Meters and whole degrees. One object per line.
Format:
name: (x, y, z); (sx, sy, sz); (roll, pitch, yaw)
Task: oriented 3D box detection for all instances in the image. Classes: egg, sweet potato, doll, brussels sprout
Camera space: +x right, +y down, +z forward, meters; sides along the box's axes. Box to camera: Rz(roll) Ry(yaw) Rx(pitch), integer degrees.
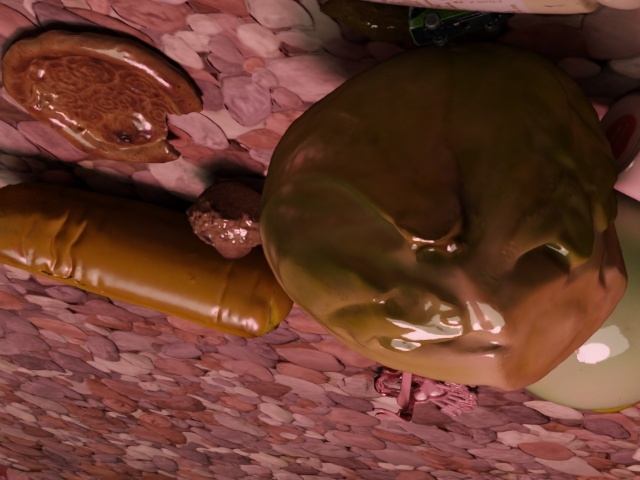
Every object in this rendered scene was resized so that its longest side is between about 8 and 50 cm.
egg: (0.271, 0.054, 1.269); (0.220, 0.220, 0.269); (18, 157, -9)
sweet potato: (0.075, -0.184, 1.084); (0.153, 0.038, 0.041); (7, -166, 13)
doll: (-0.005, -0.002, 1.482); (0.286, 0.091, 0.203); (11, -177, -33)
brussels sprout: (0.107, -0.029, 1.106); (0.328, 0.328, 0.247); (0, 149, 29)

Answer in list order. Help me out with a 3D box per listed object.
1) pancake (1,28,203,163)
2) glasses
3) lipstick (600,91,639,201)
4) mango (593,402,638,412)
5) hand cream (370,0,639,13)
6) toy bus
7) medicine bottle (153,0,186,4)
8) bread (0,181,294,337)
pancake: (-0.227, -0.148, 1.337); (0.212, 0.029, 0.235); (17, 154, -5)
glasses: (0.154, 0.223, 1.860); (0.162, 0.095, 0.255); (3, 157, 5)
lipstick: (0.399, -0.031, 1.181); (0.327, 0.087, 0.087); (24, 154, -21)
mango: (0.359, 0.159, 1.610); (0.117, 0.089, 0.163); (11, 155, 7)
hand cream: (0.104, -0.204, 0.957); (0.306, 0.093, 0.147); (-1, -175, 30)
toy bus: (0.112, -0.184, 1.034); (0.083, 0.037, 0.031); (-15, 151, 13)
medicine bottle: (-0.204, -0.262, 0.942); (0.252, 0.144, 0.144); (14, 156, 6)
bread: (-0.213, 0.010, 1.558); (0.383, 0.112, 0.166); (17, -167, -1)
